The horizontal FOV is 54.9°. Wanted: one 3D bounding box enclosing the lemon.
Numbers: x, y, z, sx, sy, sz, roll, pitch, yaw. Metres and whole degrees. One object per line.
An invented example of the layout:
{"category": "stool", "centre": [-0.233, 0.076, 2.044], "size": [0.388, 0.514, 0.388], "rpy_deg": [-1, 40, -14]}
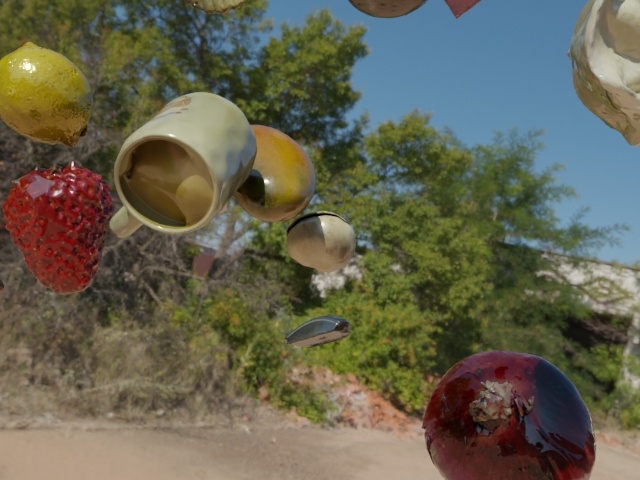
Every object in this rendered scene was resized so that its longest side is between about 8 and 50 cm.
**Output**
{"category": "lemon", "centre": [-0.526, -0.271, 1.172], "size": [0.206, 0.173, 0.173], "rpy_deg": [55, -19, -16]}

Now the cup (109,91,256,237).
{"category": "cup", "centre": [-0.216, -0.095, 0.979], "size": [0.173, 0.255, 0.202], "rpy_deg": [25, 32, -2]}

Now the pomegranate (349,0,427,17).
{"category": "pomegranate", "centre": [0.114, -0.630, 1.350], "size": [0.324, 0.290, 0.291], "rpy_deg": [1, -11, 31]}

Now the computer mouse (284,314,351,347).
{"category": "computer mouse", "centre": [-0.010, 0.273, 1.877], "size": [0.231, 0.071, 0.126], "rpy_deg": [-23, -27, 32]}

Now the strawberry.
{"category": "strawberry", "centre": [-0.501, -0.016, 1.198], "size": [0.205, 0.244, 0.205], "rpy_deg": [-12, -6, -1]}

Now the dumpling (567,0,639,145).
{"category": "dumpling", "centre": [0.403, -0.296, 0.799], "size": [0.187, 0.318, 0.243], "rpy_deg": [9, -14, 46]}

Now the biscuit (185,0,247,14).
{"category": "biscuit", "centre": [-0.197, -0.600, 1.344], "size": [0.187, 0.274, 0.036], "rpy_deg": [57, 24, 11]}

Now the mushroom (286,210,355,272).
{"category": "mushroom", "centre": [0.000, 0.000, 1.313], "size": [0.154, 0.122, 0.154], "rpy_deg": [-5, -38, -4]}

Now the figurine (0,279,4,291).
{"category": "figurine", "centre": [-0.525, 0.053, 0.880], "size": [0.143, 0.143, 0.271], "rpy_deg": [16, 27, -15]}

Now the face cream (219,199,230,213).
{"category": "face cream", "centre": [-0.263, -0.141, 1.487], "size": [0.082, 0.081, 0.269], "rpy_deg": [15, -18, 0]}

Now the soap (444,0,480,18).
{"category": "soap", "centre": [0.359, -0.817, 1.654], "size": [0.233, 0.128, 0.359], "rpy_deg": [-32, -70, 29]}

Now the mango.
{"category": "mango", "centre": [-0.094, -0.124, 1.158], "size": [0.176, 0.139, 0.254], "rpy_deg": [-10, 41, -25]}

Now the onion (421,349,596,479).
{"category": "onion", "centre": [0.376, 0.367, 1.248], "size": [0.348, 0.347, 0.285], "rpy_deg": [12, -30, 30]}
